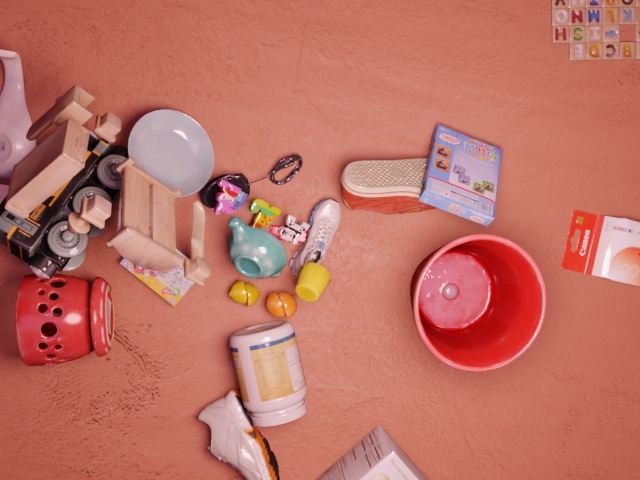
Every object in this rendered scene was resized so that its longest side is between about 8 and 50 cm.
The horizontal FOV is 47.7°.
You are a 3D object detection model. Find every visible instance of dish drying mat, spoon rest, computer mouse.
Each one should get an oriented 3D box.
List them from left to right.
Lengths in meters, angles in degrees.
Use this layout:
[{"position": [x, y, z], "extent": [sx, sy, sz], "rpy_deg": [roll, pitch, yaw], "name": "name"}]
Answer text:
[{"position": [-0.674, -0.269, 1.551], "extent": [0.137, 0.084, 0.276], "rpy_deg": [10, 105, -3], "name": "spoon rest"}, {"position": [-0.152, -0.135, 1.603], "extent": [0.242, 0.041, 0.071], "rpy_deg": [-21, 115, -10], "name": "computer mouse"}, {"position": [-0.072, -0.015, 1.625], "extent": [0.083, 0.008, 0.032], "rpy_deg": [6, 93, -3], "name": "dish drying mat"}]

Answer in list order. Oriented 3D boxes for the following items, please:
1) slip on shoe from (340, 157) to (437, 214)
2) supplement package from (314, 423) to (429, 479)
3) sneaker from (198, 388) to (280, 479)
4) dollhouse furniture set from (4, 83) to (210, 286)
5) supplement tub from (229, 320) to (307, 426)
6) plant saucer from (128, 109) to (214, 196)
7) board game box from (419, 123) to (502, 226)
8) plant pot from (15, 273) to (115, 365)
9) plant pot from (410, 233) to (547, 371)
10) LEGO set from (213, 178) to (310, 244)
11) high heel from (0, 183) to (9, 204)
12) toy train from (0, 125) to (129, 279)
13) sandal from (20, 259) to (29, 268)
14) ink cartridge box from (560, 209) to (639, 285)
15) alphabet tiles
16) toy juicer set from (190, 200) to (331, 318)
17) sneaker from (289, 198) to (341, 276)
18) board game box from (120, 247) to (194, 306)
[{"position": [0.199, -0.111, 1.600], "extent": [0.331, 0.101, 0.123], "rpy_deg": [1, 54, -14], "name": "slip on shoe"}, {"position": [0.106, 0.580, 1.564], "extent": [0.262, 0.198, 0.199], "rpy_deg": [-41, 94, -1], "name": "supplement package"}, {"position": [-0.180, 0.468, 1.603], "extent": [0.121, 0.099, 0.262], "rpy_deg": [-25, 86, 5], "name": "sneaker"}, {"position": [-0.404, -0.073, 1.422], "extent": [0.174, 0.303, 0.355], "rpy_deg": [-32, 134, 23], "name": "dollhouse furniture set"}, {"position": [-0.110, 0.286, 1.566], "extent": [0.144, 0.144, 0.200], "rpy_deg": [-12, 93, -3], "name": "supplement tub"}, {"position": [-0.325, -0.184, 1.561], "extent": [0.195, 0.037, 0.195], "rpy_deg": [7, 76, -31], "name": "plant saucer"}, {"position": [0.308, -0.145, 1.570], "extent": [0.160, 0.039, 0.211], "rpy_deg": [21, 53, -4], "name": "board game box"}, {"position": [-0.528, 0.161, 1.513], "extent": [0.174, 0.191, 0.191], "rpy_deg": [-3, 92, -7], "name": "plant pot"}, {"position": [0.306, 0.119, 1.537], "extent": [0.275, 0.243, 0.275], "rpy_deg": [0, 93, -4], "name": "plant pot"}, {"position": [-0.149, -0.044, 1.565], "extent": [0.227, 0.087, 0.093], "rpy_deg": [27, 88, -27], "name": "LEGO set"}, {"position": [-0.719, -0.065, 1.566], "extent": [0.261, 0.186, 0.093], "rpy_deg": [53, 44, -30], "name": "high heel"}, {"position": [-0.523, -0.086, 1.489], "extent": [0.190, 0.142, 0.334], "rpy_deg": [32, 64, -8], "name": "toy train"}, {"position": [-0.565, -0.007, 1.550], "extent": [0.180, 0.049, 0.072], "rpy_deg": [-39, 131, -15], "name": "sandal"}, {"position": [0.657, 0.015, 1.656], "extent": [0.179, 0.045, 0.145], "rpy_deg": [12, 91, -7], "name": "ink cartridge box"}, {"position": [0.644, -0.512, 1.651], "extent": [0.237, 0.009, 0.198], "rpy_deg": [-2, 93, -4], "name": "alphabet tiles"}, {"position": [-0.155, 0.045, 1.551], "extent": [0.329, 0.209, 0.089], "rpy_deg": [34, 47, -9], "name": "toy juicer set"}, {"position": [0.000, 0.000, 1.589], "extent": [0.071, 0.083, 0.191], "rpy_deg": [22, 91, -16], "name": "sneaker"}, {"position": [-0.349, 0.058, 1.600], "extent": [0.154, 0.026, 0.103], "rpy_deg": [39, 89, -4], "name": "board game box"}]
